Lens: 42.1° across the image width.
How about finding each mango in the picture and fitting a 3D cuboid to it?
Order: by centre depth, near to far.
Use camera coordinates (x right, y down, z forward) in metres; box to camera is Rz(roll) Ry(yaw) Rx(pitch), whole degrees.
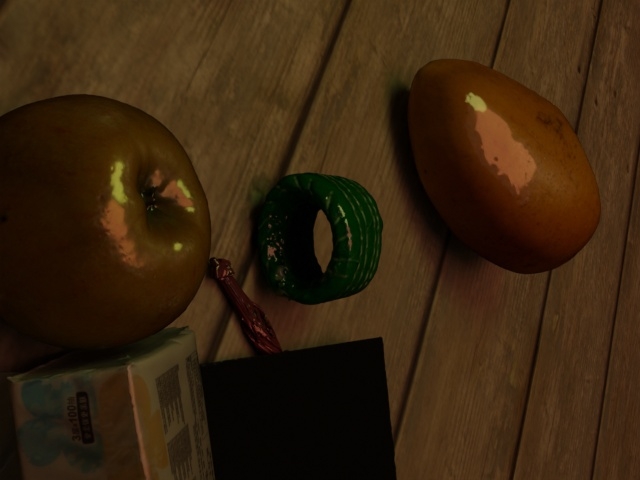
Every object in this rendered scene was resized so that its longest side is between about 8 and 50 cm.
[{"bbox_3d":[0.236,-0.098,1.093,0.350,0.201,0.199,43,27,-32],"label":"mango"}]

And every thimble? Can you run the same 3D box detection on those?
[{"bbox_3d":[0.000,0.000,0.829,0.090,0.118,0.130,-6,118,-57],"label":"thimble"}]

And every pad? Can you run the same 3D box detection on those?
[{"bbox_3d":[-0.031,0.208,0.812,0.300,0.005,0.202,-3,86,-44],"label":"pad"}]

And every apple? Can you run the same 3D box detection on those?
[{"bbox_3d":[-0.159,-0.014,0.579,0.182,0.155,0.182,17,67,-47],"label":"apple"}]

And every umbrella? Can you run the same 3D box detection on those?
[{"bbox_3d":[-0.064,0.080,0.811,0.027,0.025,0.165,-39,119,-17],"label":"umbrella"}]

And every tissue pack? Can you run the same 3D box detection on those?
[{"bbox_3d":[-0.160,0.193,0.603,0.159,0.145,0.229,-35,118,-84],"label":"tissue pack"}]
